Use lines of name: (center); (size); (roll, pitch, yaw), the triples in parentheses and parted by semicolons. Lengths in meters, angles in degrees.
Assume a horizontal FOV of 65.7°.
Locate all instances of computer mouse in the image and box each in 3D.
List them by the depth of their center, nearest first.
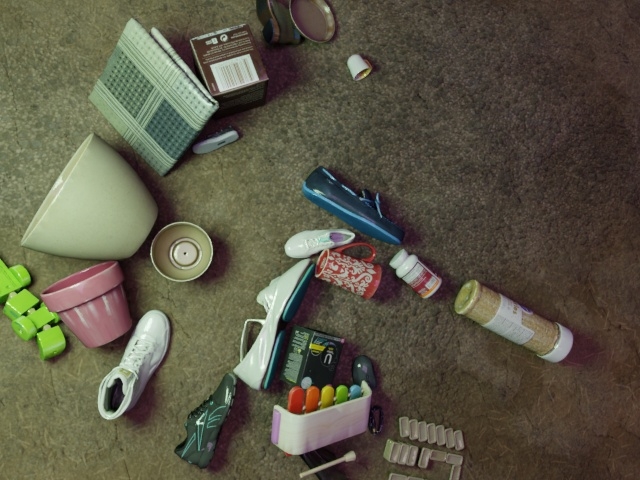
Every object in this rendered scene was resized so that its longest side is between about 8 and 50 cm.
computer mouse: (0.147, 0.463, 1.480); (0.071, 0.041, 0.241); (-14, 88, -12)

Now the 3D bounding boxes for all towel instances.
towel: (-0.462, -0.385, 1.360); (0.324, 0.312, 0.056); (48, 35, -3)

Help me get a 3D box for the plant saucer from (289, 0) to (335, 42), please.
plant saucer: (-0.030, -0.685, 1.528); (0.169, 0.029, 0.168); (8, 76, -34)

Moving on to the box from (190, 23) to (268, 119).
box: (-0.257, -0.471, 1.408); (0.169, 0.203, 0.166); (-21, 89, -12)

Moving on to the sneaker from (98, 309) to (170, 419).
sneaker: (-0.490, 0.329, 1.317); (0.108, 0.169, 0.292); (20, 81, -6)

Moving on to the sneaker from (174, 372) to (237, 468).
sneaker: (-0.312, 0.489, 1.368); (0.106, 0.101, 0.267); (22, 81, -5)

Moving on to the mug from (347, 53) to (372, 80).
mug: (0.119, -0.548, 1.562); (0.062, 0.078, 0.064); (-33, 81, 21)

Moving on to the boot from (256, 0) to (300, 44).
boot: (-0.131, -0.698, 1.530); (0.106, 0.082, 0.219); (-3, 76, -34)

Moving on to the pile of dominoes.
pile of dominoes: (0.318, 0.649, 1.507); (0.251, 0.040, 0.195); (18, 82, -16)

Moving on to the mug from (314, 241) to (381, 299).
mug: (0.081, 0.078, 1.460); (0.170, 0.113, 0.150); (21, 60, -16)

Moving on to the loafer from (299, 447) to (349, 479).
loafer: (0.003, 0.633, 1.428); (0.078, 0.080, 0.220); (-38, 97, -20)

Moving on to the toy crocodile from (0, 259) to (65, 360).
toy crocodile: (-0.802, 0.169, 1.315); (0.340, 0.105, 0.115); (47, 38, -2)

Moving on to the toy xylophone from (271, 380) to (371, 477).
toy xylophone: (0.014, 0.510, 1.361); (0.323, 0.081, 0.236); (5, 102, -35)

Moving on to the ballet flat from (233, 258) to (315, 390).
ballet flat: (-0.142, 0.222, 1.417); (0.139, 0.139, 0.399); (22, 83, -7)

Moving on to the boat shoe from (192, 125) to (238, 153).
boat shoe: (-0.314, -0.298, 1.467); (0.142, 0.049, 0.040); (-23, 70, -12)

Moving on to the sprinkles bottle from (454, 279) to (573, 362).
sprinkles bottle: (0.596, 0.251, 1.535); (0.356, 0.121, 0.121); (27, 81, -6)

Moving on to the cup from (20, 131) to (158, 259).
cup: (-0.572, -0.079, 1.291); (0.237, 0.331, 0.330); (33, 80, -30)

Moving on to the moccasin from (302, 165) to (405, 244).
moccasin: (0.114, -0.111, 1.477); (0.342, 0.138, 0.116); (32, 76, -7)

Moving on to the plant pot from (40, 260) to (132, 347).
plant pot: (-0.597, 0.174, 1.309); (0.202, 0.201, 0.180); (-23, 104, -11)

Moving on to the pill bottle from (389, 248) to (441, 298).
pill bottle: (0.288, 0.099, 1.513); (0.152, 0.086, 0.086); (42, 80, -4)

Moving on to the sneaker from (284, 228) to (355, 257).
sneaker: (0.000, 0.000, 1.467); (0.213, 0.094, 0.080); (-13, 89, -10)

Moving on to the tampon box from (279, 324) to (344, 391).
tampon box: (-0.024, 0.337, 1.409); (0.121, 0.102, 0.160); (21, 80, -37)

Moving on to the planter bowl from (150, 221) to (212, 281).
planter bowl: (-0.382, 0.034, 1.390); (0.162, 0.109, 0.161); (1, 86, -9)
